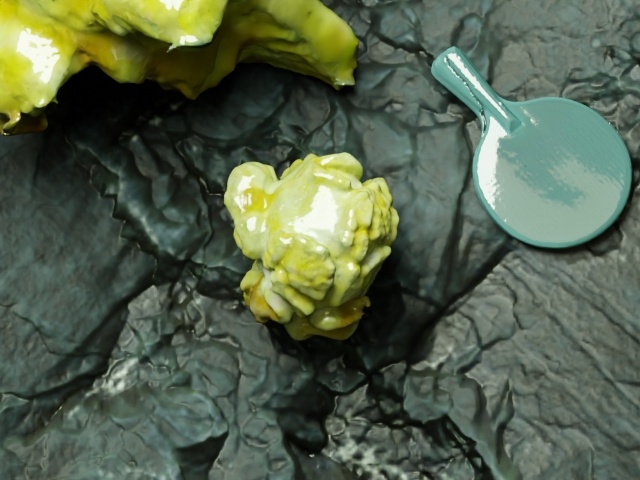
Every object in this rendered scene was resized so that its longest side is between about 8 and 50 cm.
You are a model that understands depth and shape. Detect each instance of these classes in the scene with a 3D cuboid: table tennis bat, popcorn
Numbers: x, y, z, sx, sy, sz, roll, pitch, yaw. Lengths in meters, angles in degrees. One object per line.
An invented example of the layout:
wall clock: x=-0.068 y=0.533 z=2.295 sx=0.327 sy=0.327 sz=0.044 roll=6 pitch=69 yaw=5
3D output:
table tennis bat: x=0.164 y=-0.082 z=0.961 sx=0.124 sy=0.033 sz=0.201 roll=-40 pitch=75 yaw=-3
popcorn: x=0.000 y=0.000 z=0.923 sx=0.135 sy=0.141 sz=0.162 roll=-30 pitch=93 yaw=-36
popcorn: x=-0.130 y=-0.241 z=0.918 sx=0.321 sy=0.325 sz=0.290 roll=-7 pitch=111 yaw=-9
